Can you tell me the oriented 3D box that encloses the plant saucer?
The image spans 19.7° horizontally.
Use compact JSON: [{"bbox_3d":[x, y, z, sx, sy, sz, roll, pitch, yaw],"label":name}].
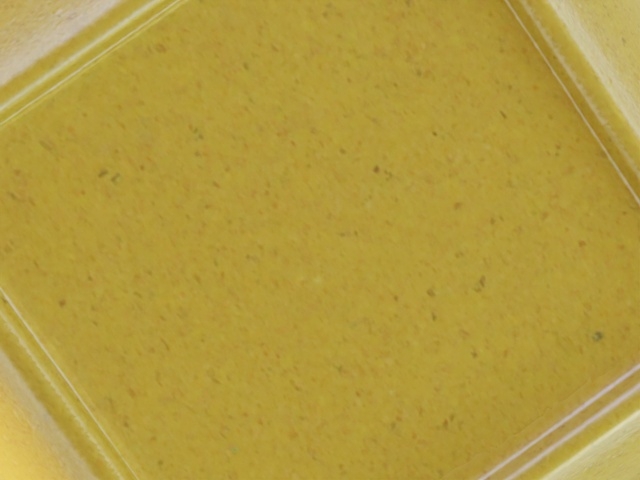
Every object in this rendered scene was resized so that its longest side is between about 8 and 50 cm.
[{"bbox_3d":[0.000,0.000,0.702,0.333,0.333,0.081,55,-2,-8],"label":"plant saucer"}]
